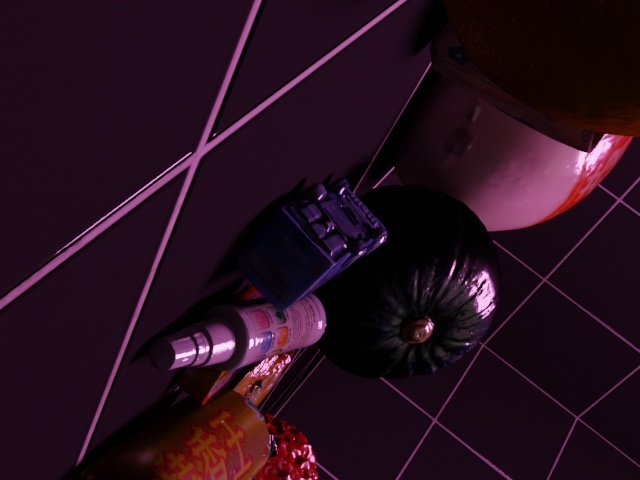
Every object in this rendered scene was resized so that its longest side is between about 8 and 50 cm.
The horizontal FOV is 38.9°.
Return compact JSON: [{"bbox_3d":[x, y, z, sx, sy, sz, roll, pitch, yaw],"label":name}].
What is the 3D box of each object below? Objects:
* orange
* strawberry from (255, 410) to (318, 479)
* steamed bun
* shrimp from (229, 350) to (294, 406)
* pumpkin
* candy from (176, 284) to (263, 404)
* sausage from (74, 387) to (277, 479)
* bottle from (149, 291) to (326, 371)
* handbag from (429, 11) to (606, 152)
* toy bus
[{"bbox_3d":[0.188,-0.177,0.563,0.236,0.236,0.236,-51,173,-9],"label":"orange"},{"bbox_3d":[-0.138,0.361,1.219,0.257,0.261,0.261,17,114,-50],"label":"strawberry"},{"bbox_3d":[0.279,-0.167,1.181,0.374,0.241,0.374,-54,175,-7],"label":"steamed bun"},{"bbox_3d":[-0.099,0.215,1.420,0.217,0.051,0.115,-48,170,-13],"label":"shrimp"},{"bbox_3d":[0.089,0.032,1.108,0.248,0.248,0.248,-51,173,-9],"label":"pumpkin"},{"bbox_3d":[-0.095,0.106,0.923,0.122,0.038,0.062,-56,171,30],"label":"candy"},{"bbox_3d":[-0.152,0.228,0.875,0.117,0.125,0.317,-50,171,13],"label":"sausage"},{"bbox_3d":[-0.069,0.082,0.797,0.060,0.060,0.217,-55,160,20],"label":"bottle"},{"bbox_3d":[0.244,-0.220,0.842,0.251,0.193,0.190,-49,168,-31],"label":"handbag"},{"bbox_3d":[-0.003,-0.001,0.863,0.094,0.079,0.236,-37,177,14],"label":"toy bus"}]
